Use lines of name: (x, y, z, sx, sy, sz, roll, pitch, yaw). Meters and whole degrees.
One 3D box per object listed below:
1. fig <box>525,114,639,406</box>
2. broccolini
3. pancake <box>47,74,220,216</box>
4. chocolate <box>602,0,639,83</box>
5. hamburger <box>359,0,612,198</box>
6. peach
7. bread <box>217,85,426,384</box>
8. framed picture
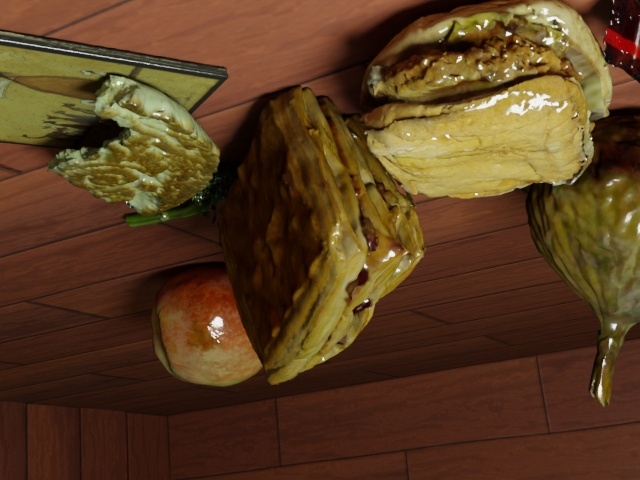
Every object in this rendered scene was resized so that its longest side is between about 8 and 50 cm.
fig: (0.406, 0.033, 1.281, 0.286, 0.369, 0.286, 4, 177, 0)
broccolini: (-0.201, -0.053, 1.380, 0.271, 0.062, 0.123, -15, 151, 40)
pancake: (-0.222, -0.100, 1.167, 0.197, 0.054, 0.376, -3, 163, -15)
chocolate: (0.333, -0.196, 1.009, 0.028, 0.086, 0.182, 10, 179, 39)
hamburger: (0.170, -0.143, 1.024, 0.259, 0.145, 0.283, -4, 169, 10)
peach: (-0.175, 0.151, 1.789, 0.256, 0.232, 0.232, -10, 166, -18)
bread: (0.000, 0.000, 1.182, 0.167, 0.278, 0.324, -5, 147, -24)
framed picture: (-0.303, -0.152, 1.060, 0.338, 0.014, 0.255, 5, 161, -31)
